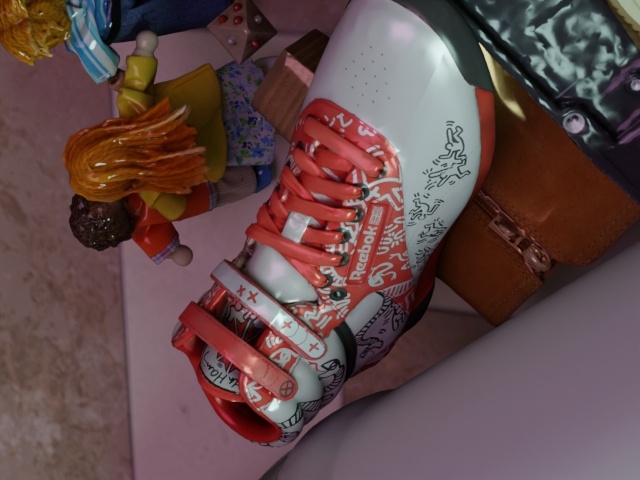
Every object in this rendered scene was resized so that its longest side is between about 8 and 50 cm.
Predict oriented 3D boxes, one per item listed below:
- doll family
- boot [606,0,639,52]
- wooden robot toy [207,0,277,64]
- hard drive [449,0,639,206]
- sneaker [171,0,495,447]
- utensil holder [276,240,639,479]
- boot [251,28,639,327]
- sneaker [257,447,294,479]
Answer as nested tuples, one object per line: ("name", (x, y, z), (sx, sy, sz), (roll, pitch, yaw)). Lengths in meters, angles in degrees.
("doll family", (-0.108, -0.111, 0.967), (0.118, 0.163, 0.263), (-14, 98, 53))
("boot", (0.193, -0.144, 0.694), (0.165, 0.077, 0.213), (-30, 117, 18))
("wooden robot toy", (-0.012, -0.176, 0.909), (0.076, 0.079, 0.173), (23, 96, -13))
("hard drive", (0.129, -0.200, 0.747), (0.339, 0.064, 0.237), (42, 112, -17))
("sneaker", (0.001, 0.001, 0.824), (0.090, 0.145, 0.270), (37, 148, 19))
("utensil holder", (0.219, 0.141, 0.796), (0.385, 0.327, 0.327), (-36, 87, 30))
("boot", (0.110, -0.103, 0.883), (0.211, 0.104, 0.295), (38, 126, 3))
("sneaker", (-0.032, 0.251, 1.093), (0.147, 0.104, 0.296), (44, 126, 8))
